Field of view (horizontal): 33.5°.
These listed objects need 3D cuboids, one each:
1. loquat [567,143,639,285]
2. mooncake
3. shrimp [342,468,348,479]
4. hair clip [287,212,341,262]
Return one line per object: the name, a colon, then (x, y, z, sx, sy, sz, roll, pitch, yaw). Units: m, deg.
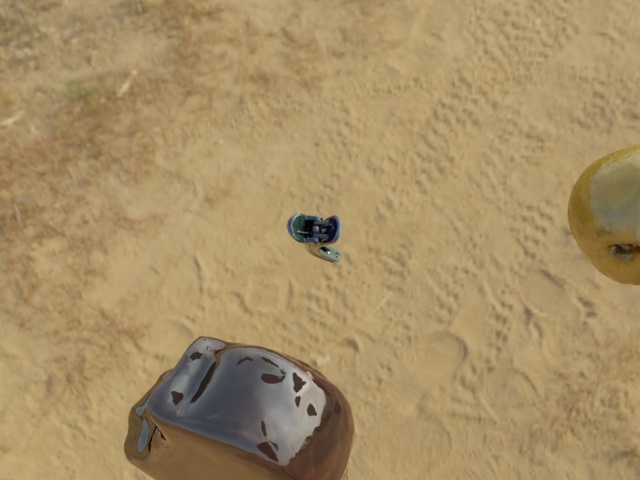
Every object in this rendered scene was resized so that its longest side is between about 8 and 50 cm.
loquat: (0.449, -0.038, 1.462, 0.208, 0.208, 0.208, -4, 50, 5)
mooncake: (-0.114, 0.253, 1.432, 0.334, 0.326, 0.174, 14, 60, 22)
shrimp: (-0.063, 0.415, 1.667, 0.253, 0.058, 0.173, -42, 48, 2)
hair clip: (0.000, 0.000, 1.728, 0.083, 0.275, 0.048, -1, 81, 4)
